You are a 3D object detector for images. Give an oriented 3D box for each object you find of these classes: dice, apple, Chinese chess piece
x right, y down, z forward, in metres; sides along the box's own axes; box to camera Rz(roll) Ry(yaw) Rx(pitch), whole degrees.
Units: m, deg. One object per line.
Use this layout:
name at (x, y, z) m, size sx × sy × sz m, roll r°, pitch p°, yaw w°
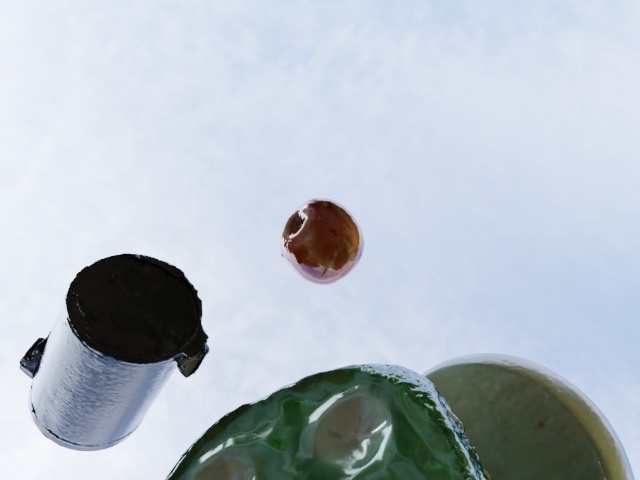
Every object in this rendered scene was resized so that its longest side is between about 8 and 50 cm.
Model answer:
dice at (0.036, 0.306, 0.458) m, size 0.300 × 0.287 × 0.297 m, roll -25°, pitch -148°, yaw 5°
apple at (0.000, 0.000, 1.013) m, size 0.139 × 0.163 × 0.163 m, roll 44°, pitch -131°, yaw -24°
Chinese chess piece at (0.248, 0.337, 0.760) m, size 0.146 × 0.349 × 0.349 m, roll 18°, pitch -137°, yaw -50°

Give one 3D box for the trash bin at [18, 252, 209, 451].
trash bin at (-0.334, 0.181, 0.865) m, size 0.252 × 0.301 × 0.203 m, roll 34°, pitch -142°, yaw -6°
